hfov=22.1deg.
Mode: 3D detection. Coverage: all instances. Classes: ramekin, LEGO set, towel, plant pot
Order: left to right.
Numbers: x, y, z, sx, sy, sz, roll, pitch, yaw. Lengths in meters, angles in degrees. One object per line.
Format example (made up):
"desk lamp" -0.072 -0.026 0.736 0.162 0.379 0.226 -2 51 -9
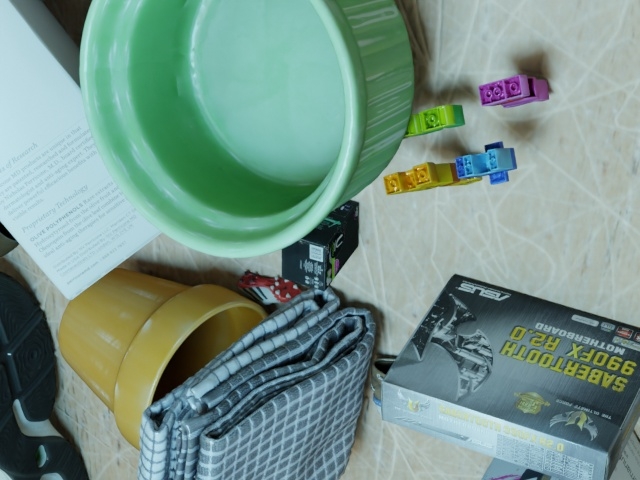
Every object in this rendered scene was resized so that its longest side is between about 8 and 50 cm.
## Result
"plant pot" -0.185 0.124 1.837 0.188 0.205 0.205 28 136 33
"ramekin" -0.060 -0.148 1.517 0.303 0.148 0.303 11 111 30
"towel" -0.064 0.209 1.745 0.121 0.283 0.235 35 138 24
"LEGO set" 0.132 -0.089 1.548 0.227 0.093 0.087 -12 85 43

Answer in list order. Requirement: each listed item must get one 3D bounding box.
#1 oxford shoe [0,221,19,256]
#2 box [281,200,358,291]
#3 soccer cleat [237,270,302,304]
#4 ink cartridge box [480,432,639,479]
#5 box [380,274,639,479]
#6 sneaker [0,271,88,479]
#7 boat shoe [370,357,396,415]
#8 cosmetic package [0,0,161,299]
"oxford shoe" -0.414 -0.083 1.898 0.096 0.083 0.227 -19 114 20
"box" 0.000 0.000 1.687 0.052 0.083 0.062 17 130 19
"soccer cleat" -0.054 0.058 1.808 0.083 0.029 0.036 12 138 28
"ink cartridge box" 0.244 0.319 1.647 0.117 0.278 0.201 -16 114 39
"box" 0.199 0.134 1.600 0.231 0.183 0.056 17 131 21
"sneaker" -0.470 0.213 2.084 0.257 0.169 0.447 10 131 23
"boat shoe" 0.128 0.157 1.742 0.183 0.066 0.066 -3 121 33
"cosmetic package" -0.307 -0.147 1.637 0.155 0.197 0.365 -36 111 5
